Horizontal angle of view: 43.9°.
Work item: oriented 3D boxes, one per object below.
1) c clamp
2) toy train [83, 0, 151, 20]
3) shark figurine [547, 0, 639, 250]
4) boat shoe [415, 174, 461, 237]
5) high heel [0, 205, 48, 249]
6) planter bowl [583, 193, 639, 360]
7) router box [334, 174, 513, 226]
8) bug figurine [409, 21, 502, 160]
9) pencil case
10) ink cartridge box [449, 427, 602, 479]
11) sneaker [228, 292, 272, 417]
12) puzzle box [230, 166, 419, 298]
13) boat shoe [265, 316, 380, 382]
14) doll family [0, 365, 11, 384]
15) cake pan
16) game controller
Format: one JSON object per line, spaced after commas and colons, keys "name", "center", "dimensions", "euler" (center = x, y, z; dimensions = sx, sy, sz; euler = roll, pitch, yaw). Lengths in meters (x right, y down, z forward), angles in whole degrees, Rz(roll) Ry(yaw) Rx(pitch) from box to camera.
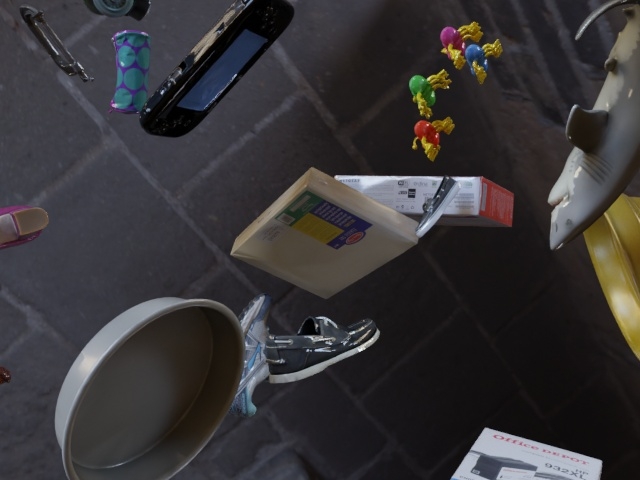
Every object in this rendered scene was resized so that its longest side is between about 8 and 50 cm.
{"name": "c clamp", "center": [-0.443, -0.330, 1.330], "dimensions": [0.022, 0.137, 0.161], "euler": [-43, 112, -18]}
{"name": "toy train", "center": [-0.441, -0.544, 1.449], "dimensions": [0.333, 0.142, 0.190], "euler": [27, 92, -31]}
{"name": "shark figurine", "center": [0.265, -0.112, 0.617], "dimensions": [0.166, 0.116, 0.278], "euler": [-51, 157, -25]}
{"name": "boat shoe", "center": [0.221, -0.066, 1.540], "dimensions": [0.040, 0.049, 0.142], "euler": [38, 72, 1]}
{"name": "high heel", "center": [-0.548, -0.009, 1.220], "dimensions": [0.244, 0.117, 0.082], "euler": [-21, 96, -31]}
{"name": "planter bowl", "center": [0.364, 0.024, 0.874], "dimensions": [0.090, 0.217, 0.217], "euler": [-19, 119, 10]}
{"name": "router box", "center": [0.239, -0.087, 1.805], "dimensions": [0.301, 0.335, 0.082], "euler": [9, 84, -64]}
{"name": "bug figurine", "center": [0.250, -0.309, 1.568], "dimensions": [0.279, 0.072, 0.216], "euler": [-56, 150, -8]}
{"name": "pencil case", "center": [-0.352, -0.309, 1.463], "dimensions": [0.070, 0.064, 0.152], "euler": [1, 101, -20]}
{"name": "ink cartridge box", "center": [0.338, 0.454, 1.340], "dimensions": [0.307, 0.223, 0.129], "euler": [-19, 118, -63]}
{"name": "sneaker", "center": [-0.152, 0.258, 1.766], "dimensions": [0.122, 0.110, 0.283], "euler": [23, 77, -9]}
{"name": "puzzle box", "center": [0.000, 0.000, 1.752], "dimensions": [0.272, 0.409, 0.052], "euler": [27, 59, -18]}
{"name": "boat shoe", "center": [0.008, 0.151, 1.222], "dimensions": [0.233, 0.084, 0.079], "euler": [-14, 88, -46]}
{"name": "doll family", "center": [-0.509, 0.180, 1.084], "dimensions": [0.111, 0.076, 0.193], "euler": [-43, 148, -18]}
{"name": "cake pan", "center": [-0.221, 0.199, 1.038], "dimensions": [0.293, 0.054, 0.293], "euler": [-32, 136, -37]}
{"name": "game controller", "center": [-0.174, -0.295, 1.350], "dimensions": [0.319, 0.067, 0.166], "euler": [-44, 162, 16]}
